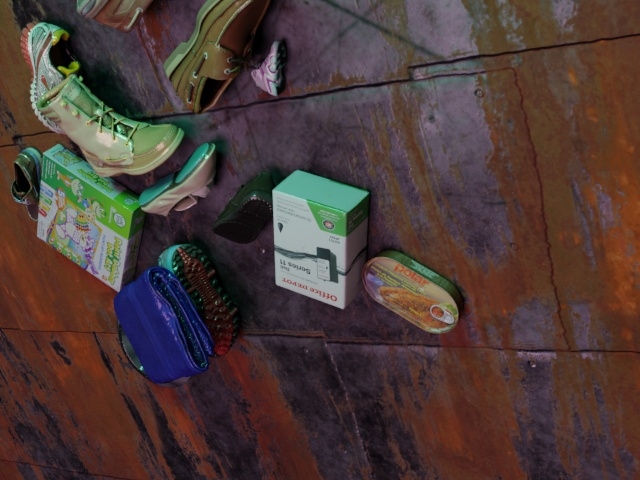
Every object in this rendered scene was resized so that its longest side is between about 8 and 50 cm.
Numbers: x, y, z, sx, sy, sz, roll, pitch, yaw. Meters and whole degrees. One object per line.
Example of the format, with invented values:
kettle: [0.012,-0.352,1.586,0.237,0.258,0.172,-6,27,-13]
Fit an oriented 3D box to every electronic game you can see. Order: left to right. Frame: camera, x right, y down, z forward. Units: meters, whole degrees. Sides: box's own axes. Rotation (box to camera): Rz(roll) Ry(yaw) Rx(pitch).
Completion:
electronic game: [-0.374,0.231,1.966,0.229,0.048,0.229,13,117,27]

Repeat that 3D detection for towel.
towel: [-0.323,0.177,1.782,0.308,0.076,0.228,-27,89,60]

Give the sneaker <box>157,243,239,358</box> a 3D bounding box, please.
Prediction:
sneaker: [-0.258,0.121,1.801,0.125,0.104,0.262,5,119,52]

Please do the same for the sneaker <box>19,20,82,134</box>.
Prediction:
sneaker: [-0.512,-0.309,1.678,0.092,0.088,0.225,11,126,25]

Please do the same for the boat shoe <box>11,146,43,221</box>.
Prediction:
boat shoe: [-0.649,-0.115,1.913,0.066,0.066,0.183,18,127,24]

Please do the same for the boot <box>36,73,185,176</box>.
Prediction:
boot: [-0.396,-0.221,1.617,0.261,0.095,0.203,-3,137,42]

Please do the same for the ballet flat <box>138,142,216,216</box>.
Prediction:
ballet flat: [-0.252,-0.108,1.651,0.248,0.086,0.086,-26,102,44]

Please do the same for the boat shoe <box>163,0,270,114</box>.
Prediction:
boat shoe: [-0.150,-0.313,1.406,0.307,0.110,0.105,-36,79,55]

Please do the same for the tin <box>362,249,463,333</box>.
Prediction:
tin: [0.162,0.088,1.515,0.189,0.040,0.106,32,136,13]

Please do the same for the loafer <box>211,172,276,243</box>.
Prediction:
loafer: [-0.132,-0.059,1.602,0.080,0.078,0.220,26,150,-20]

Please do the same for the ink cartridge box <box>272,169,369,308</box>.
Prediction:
ink cartridge box: [0.000,0.000,1.531,0.153,0.087,0.209,18,128,25]

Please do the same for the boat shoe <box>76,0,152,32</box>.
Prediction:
boat shoe: [-0.267,-0.460,1.409,0.116,0.123,0.324,31,133,-34]

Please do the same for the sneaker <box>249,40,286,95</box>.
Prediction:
sneaker: [-0.095,-0.292,1.437,0.069,0.038,0.098,22,129,20]

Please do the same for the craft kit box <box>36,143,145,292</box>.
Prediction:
craft kit box: [-0.498,-0.044,1.868,0.246,0.061,0.250,30,132,11]
